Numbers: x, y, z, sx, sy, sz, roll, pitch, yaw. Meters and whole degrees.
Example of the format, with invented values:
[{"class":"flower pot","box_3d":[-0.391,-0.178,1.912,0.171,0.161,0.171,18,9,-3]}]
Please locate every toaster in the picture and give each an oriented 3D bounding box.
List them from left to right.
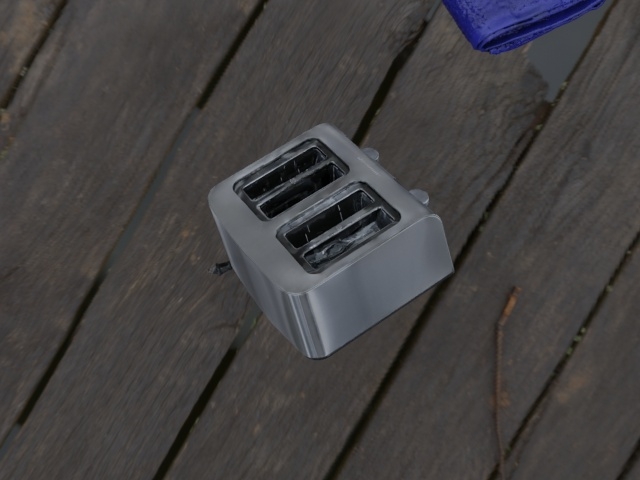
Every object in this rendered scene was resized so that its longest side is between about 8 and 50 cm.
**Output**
[{"class":"toaster","box_3d":[0.000,0.000,0.758,0.186,0.168,0.110,-32,140,-13]}]

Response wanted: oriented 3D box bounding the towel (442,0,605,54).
[{"class":"towel","box_3d":[0.217,-0.387,1.041,0.228,0.076,0.308,-24,72,-9]}]
